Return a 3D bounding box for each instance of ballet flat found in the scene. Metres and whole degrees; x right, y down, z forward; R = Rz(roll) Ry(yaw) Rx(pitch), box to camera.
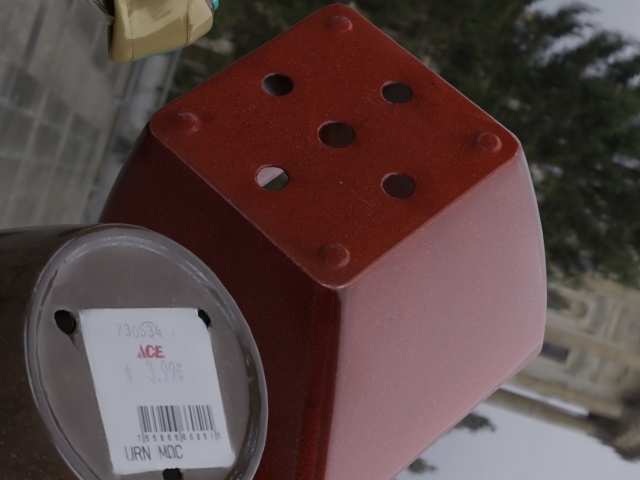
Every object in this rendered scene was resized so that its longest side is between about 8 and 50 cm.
[{"bbox_3d":[-0.139,-0.201,0.728,0.073,0.232,0.080,-31,-177,-12],"label":"ballet flat"}]

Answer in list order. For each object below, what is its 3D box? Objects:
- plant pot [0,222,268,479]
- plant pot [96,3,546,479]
[{"bbox_3d":[-0.136,0.085,0.529,0.230,0.215,0.215,-26,-143,37],"label":"plant pot"},{"bbox_3d":[0.000,0.000,0.965,0.267,0.267,0.236,-36,154,-26],"label":"plant pot"}]
